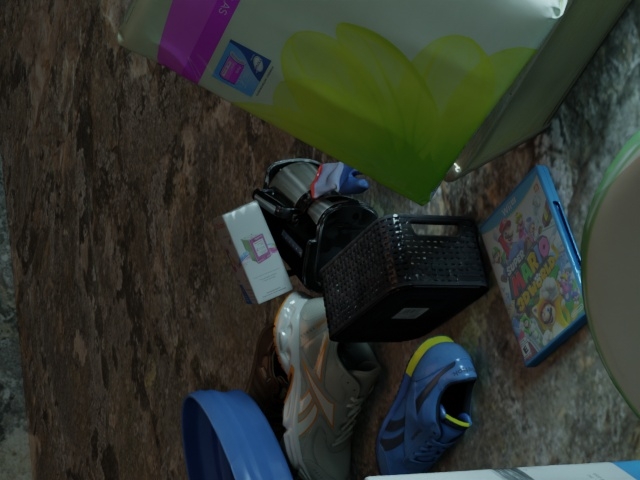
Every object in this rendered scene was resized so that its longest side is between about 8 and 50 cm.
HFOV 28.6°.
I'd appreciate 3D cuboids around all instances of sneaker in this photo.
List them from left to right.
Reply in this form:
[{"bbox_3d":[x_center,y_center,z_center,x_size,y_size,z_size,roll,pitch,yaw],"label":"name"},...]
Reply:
[{"bbox_3d":[-0.065,0.211,1.747,0.071,0.066,0.188,20,107,61],"label":"sneaker"},{"bbox_3d":[0.020,0.193,1.550,0.121,0.099,0.262,1,108,29],"label":"sneaker"},{"bbox_3d":[0.118,0.207,1.376,0.082,0.069,0.209,52,134,47],"label":"sneaker"}]

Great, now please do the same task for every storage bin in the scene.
[{"bbox_3d":[0.089,0.045,1.381,0.180,0.122,0.084,-42,51,56],"label":"storage bin"}]

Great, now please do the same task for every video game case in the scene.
[{"bbox_3d":[0.214,0.026,1.250,0.119,0.015,0.166,-54,42,49],"label":"video game case"}]

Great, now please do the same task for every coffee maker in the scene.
[{"bbox_3d":[0.000,0.000,1.599,0.178,0.120,0.171,-133,26,-56],"label":"coffee maker"}]

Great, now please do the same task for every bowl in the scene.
[{"bbox_3d":[-0.093,0.385,1.679,0.391,0.077,0.391,167,90,-73],"label":"bowl"}]

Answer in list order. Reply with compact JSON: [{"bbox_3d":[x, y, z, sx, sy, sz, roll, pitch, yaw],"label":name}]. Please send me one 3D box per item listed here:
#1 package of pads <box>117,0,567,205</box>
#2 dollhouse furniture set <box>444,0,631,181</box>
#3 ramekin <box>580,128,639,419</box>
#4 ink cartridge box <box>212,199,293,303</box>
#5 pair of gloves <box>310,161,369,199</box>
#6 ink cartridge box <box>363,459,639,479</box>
[{"bbox_3d":[0.018,-0.190,0.990,0.229,0.296,0.101,-55,12,39],"label":"package of pads"},{"bbox_3d":[0.085,-0.293,1.172,0.394,0.362,0.256,44,133,17],"label":"dollhouse furniture set"},{"bbox_3d":[0.307,0.017,0.759,0.303,0.148,0.303,16,118,32],"label":"ramekin"},{"bbox_3d":[-0.087,0.016,1.589,0.088,0.052,0.122,167,81,-76],"label":"ink cartridge box"},{"bbox_3d":[0.055,-0.136,1.488,0.159,0.023,0.198,-19,46,52],"label":"pair of gloves"},{"bbox_3d":[0.200,0.274,0.936,0.223,0.307,0.129,40,124,58],"label":"ink cartridge box"}]
